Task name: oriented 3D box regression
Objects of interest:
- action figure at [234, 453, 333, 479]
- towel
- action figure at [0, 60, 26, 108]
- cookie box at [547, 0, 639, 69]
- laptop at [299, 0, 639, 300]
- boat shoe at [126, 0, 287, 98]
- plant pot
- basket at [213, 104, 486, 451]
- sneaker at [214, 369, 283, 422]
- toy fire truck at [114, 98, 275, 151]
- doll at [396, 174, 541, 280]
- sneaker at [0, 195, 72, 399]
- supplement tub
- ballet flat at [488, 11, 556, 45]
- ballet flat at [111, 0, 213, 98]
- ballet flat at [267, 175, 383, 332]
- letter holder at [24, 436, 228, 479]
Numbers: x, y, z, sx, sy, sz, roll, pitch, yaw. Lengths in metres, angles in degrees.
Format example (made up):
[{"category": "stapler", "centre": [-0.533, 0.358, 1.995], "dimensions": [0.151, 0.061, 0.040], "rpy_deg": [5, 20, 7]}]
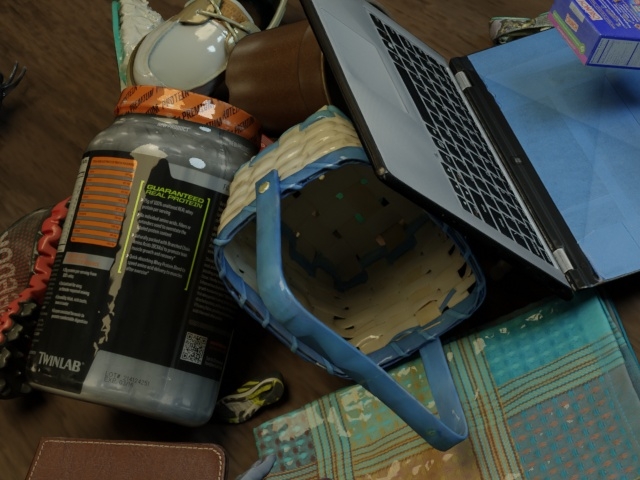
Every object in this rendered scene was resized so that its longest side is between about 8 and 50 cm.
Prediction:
[{"category": "action figure", "centre": [0.005, 0.345, 0.948], "dimensions": [0.248, 0.276, 0.370], "rpy_deg": [-29, 88, 2]}, {"category": "towel", "centre": [0.124, 0.199, 1.205], "dimensions": [0.370, 0.040, 0.271], "rpy_deg": [-25, 43, 9]}, {"category": "action figure", "centre": [-0.534, -0.165, 1.843], "dimensions": [0.276, 0.141, 0.164], "rpy_deg": [-16, 30, -21]}, {"category": "cookie box", "centre": [0.293, -0.209, 1.330], "dimensions": [0.107, 0.040, 0.092], "rpy_deg": [1, 40, -23]}, {"category": "laptop", "centre": [0.216, -0.162, 1.286], "dimensions": [0.236, 0.408, 0.382], "rpy_deg": [-44, 39, 21]}, {"category": "boat shoe", "centre": [-0.130, -0.251, 1.620], "dimensions": [0.103, 0.113, 0.302], "rpy_deg": [-44, 7, 38]}, {"category": "plant pot", "centre": [-0.008, -0.185, 1.546], "dimensions": [0.165, 0.167, 0.167], "rpy_deg": [-2, 51, 40]}, {"category": "basket", "centre": [0.026, 0.028, 1.208], "dimensions": [0.201, 0.255, 0.289], "rpy_deg": [-32, 36, 21]}, {"category": "sneaker", "centre": [-0.070, 0.158, 1.364], "dimensions": [0.083, 0.031, 0.035], "rpy_deg": [-24, 16, 19]}, {"category": "toy fire truck", "centre": [-0.125, -0.094, 1.506], "dimensions": [0.192, 0.047, 0.135], "rpy_deg": [38, 46, 9]}, {"category": "doll", "centre": [0.172, -0.016, 1.362], "dimensions": [0.189, 0.046, 0.129], "rpy_deg": [-11, 53, 17]}, {"category": "sneaker", "centre": [-0.344, 0.067, 1.549], "dimensions": [0.135, 0.097, 0.276], "rpy_deg": [-6, 48, 25]}, {"category": "supplement tub", "centre": [-0.167, 0.017, 1.356], "dimensions": [0.194, 0.193, 0.316], "rpy_deg": [8, 79, 35]}, {"category": "ballet flat", "centre": [0.245, -0.237, 1.528], "dimensions": [0.114, 0.041, 0.041], "rpy_deg": [-2, 51, 29]}, {"category": "ballet flat", "centre": [-0.190, -0.147, 1.652], "dimensions": [0.147, 0.147, 0.409], "rpy_deg": [-20, 48, 13]}, {"category": "ballet flat", "centre": [0.000, 0.000, 1.430], "dimensions": [0.086, 0.086, 0.248], "rpy_deg": [1, 54, 30]}, {"category": "letter holder", "centre": [-0.172, 0.339, 1.172], "dimensions": [0.214, 0.152, 0.302], "rpy_deg": [-3, 51, 25]}]
